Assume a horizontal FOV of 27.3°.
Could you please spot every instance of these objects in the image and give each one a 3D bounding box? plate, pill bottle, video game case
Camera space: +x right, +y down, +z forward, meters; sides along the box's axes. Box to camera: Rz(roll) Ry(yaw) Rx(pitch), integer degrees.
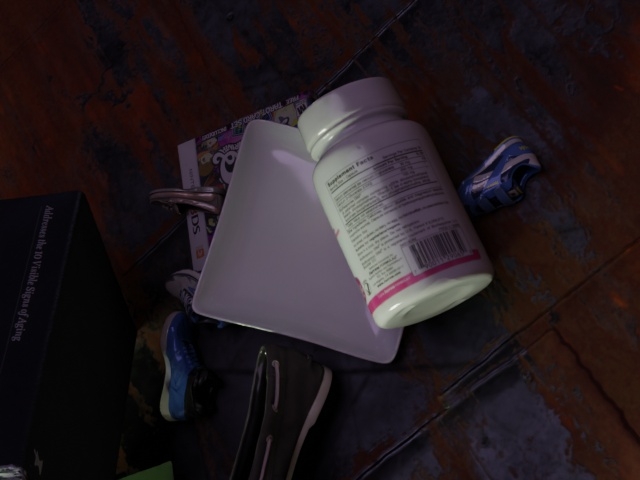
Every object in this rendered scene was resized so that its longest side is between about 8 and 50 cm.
[{"bbox_3d":[0.000,0.000,1.734,0.277,0.045,0.278,14,79,11],"label":"plate"},{"bbox_3d":[0.087,-0.048,1.629,0.160,0.160,0.283,-29,73,19],"label":"pill bottle"},{"bbox_3d":[-0.089,-0.079,1.863,0.232,0.042,0.210,-20,65,24],"label":"video game case"}]

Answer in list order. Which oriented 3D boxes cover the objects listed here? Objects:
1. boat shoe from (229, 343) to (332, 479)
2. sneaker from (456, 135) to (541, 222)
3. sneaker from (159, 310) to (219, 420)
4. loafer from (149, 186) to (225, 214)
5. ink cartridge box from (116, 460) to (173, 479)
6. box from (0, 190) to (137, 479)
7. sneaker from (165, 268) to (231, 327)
[{"bbox_3d":[-0.084,0.283,1.639,0.112,0.095,0.335,-40,26,57],"label":"boat shoe"},{"bbox_3d":[0.219,-0.064,1.667,0.144,0.053,0.059,-49,57,8],"label":"sneaker"},{"bbox_3d":[-0.175,0.171,1.811,0.084,0.058,0.152,-7,73,35],"label":"sneaker"},{"bbox_3d":[-0.191,-0.054,1.866,0.125,0.045,0.039,-3,79,30],"label":"loafer"},{"bbox_3d":[-0.266,0.430,1.777,0.171,0.056,0.235,-22,64,23],"label":"ink cartridge box"},{"bbox_3d":[-0.519,0.213,1.684,0.471,0.297,0.480,-8,42,8],"label":"box"},{"bbox_3d":[-0.170,0.083,1.829,0.135,0.052,0.058,20,44,32],"label":"sneaker"}]
